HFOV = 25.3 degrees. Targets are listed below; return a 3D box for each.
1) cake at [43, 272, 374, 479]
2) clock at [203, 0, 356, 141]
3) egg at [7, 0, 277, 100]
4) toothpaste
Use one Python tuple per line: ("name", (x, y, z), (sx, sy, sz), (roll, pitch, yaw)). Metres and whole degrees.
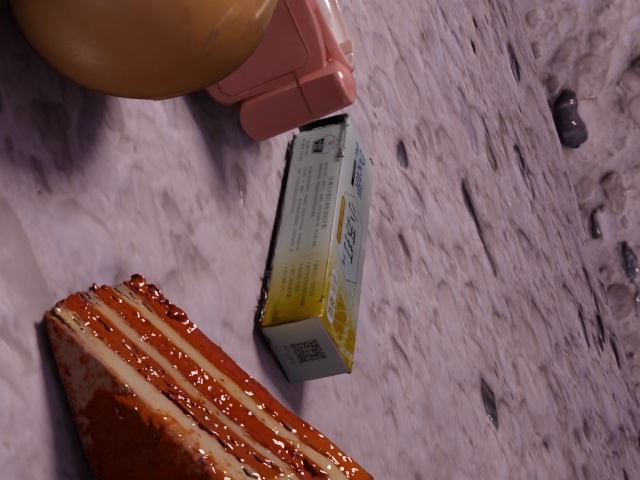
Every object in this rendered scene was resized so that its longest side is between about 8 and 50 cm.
("cake", (-0.075, 0.138, 1.016), (0.158, 0.160, 0.262), (-18, 89, -65))
("clock", (-0.060, -0.234, 1.378), (0.241, 0.142, 0.227), (-81, 148, -66))
("egg", (-0.135, -0.204, 1.071), (0.244, 0.201, 0.201), (-29, 101, -60))
("toothpaste", (0.000, 0.000, 1.425), (0.312, 0.071, 0.089), (-82, 151, -48))
